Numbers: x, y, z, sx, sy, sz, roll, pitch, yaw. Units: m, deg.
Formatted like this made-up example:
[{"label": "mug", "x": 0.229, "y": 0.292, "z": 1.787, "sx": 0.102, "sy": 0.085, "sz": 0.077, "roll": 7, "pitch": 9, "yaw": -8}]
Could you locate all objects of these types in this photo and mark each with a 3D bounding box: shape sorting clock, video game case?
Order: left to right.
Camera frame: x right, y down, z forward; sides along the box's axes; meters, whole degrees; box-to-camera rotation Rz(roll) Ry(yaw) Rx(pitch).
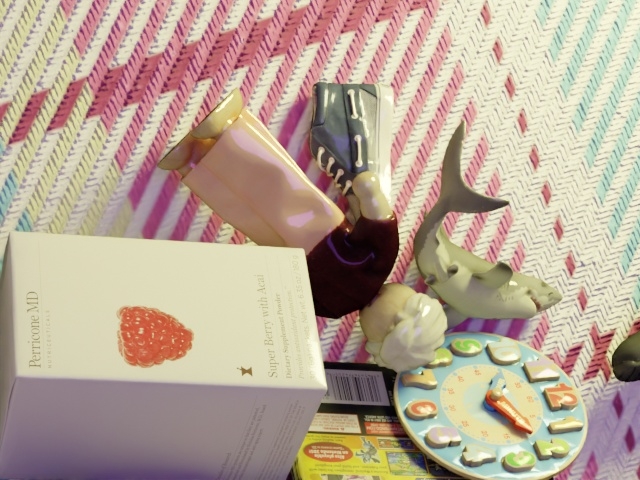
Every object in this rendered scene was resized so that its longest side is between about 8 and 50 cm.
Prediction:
[{"label": "video game case", "x": 0.102, "y": 0.228, "z": 1.811, "sx": 0.275, "sy": 0.035, "sz": 0.248, "roll": 4, "pitch": 43, "yaw": -16}, {"label": "shape sorting clock", "x": 0.177, "y": 0.170, "z": 1.844, "sx": 0.206, "sy": 0.040, "sz": 0.206, "roll": 10, "pitch": 41, "yaw": -9}]

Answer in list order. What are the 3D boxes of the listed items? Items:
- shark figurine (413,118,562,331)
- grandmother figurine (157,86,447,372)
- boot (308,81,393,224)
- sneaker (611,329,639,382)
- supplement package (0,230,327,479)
[{"label": "shark figurine", "x": 0.136, "y": -0.001, "z": 1.865, "sx": 0.166, "sy": 0.278, "sz": 0.116, "roll": -20, "pitch": 52, "yaw": 12}, {"label": "grandmother figurine", "x": 0.000, "y": 0.000, "z": 1.808, "sx": 0.342, "sy": 0.208, "sz": 0.104, "roll": 46, "pitch": 45, "yaw": -7}, {"label": "boot", "x": 0.028, "y": -0.074, "z": 1.874, "sx": 0.086, "sy": 0.069, "sz": 0.190, "roll": 3, "pitch": 79, "yaw": -9}, {"label": "sneaker", "x": 0.442, "y": 0.040, "z": 1.971, "sx": 0.331, "sy": 0.122, "sz": 0.146, "roll": -27, "pitch": 77, "yaw": -15}, {"label": "supplement package", "x": -0.164, "y": 0.117, "z": 1.714, "sx": 0.293, "sy": 0.175, "sz": 0.177, "roll": 3, "pitch": 50, "yaw": -17}]
